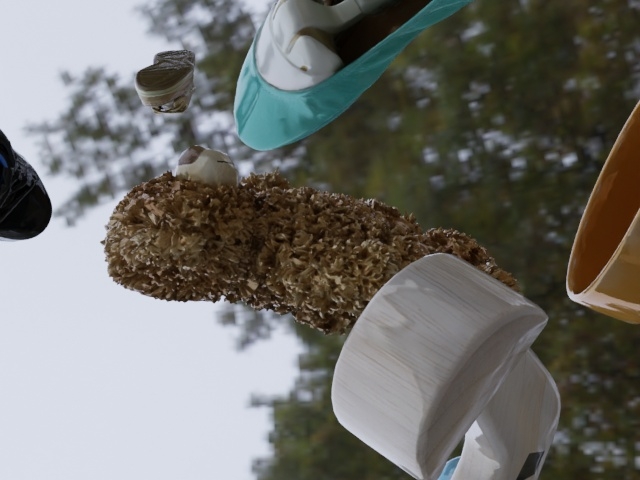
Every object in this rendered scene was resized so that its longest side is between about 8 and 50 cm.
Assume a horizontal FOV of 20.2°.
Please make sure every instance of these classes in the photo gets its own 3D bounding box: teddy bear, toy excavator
[{"bbox_3d":[0.000,0.000,1.431,0.338,0.245,0.113,16,-70,-1],"label":"teddy bear"},{"bbox_3d":[0.111,0.223,1.278,0.433,0.222,0.445,3,-68,-51],"label":"toy excavator"}]

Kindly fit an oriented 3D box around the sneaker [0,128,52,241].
[{"bbox_3d":[-0.257,-0.043,1.361,0.079,0.121,0.217,-53,-42,-7],"label":"sneaker"}]

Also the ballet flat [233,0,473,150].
[{"bbox_3d":[0.022,-0.148,1.117,0.087,0.247,0.083,20,-140,-56],"label":"ballet flat"}]

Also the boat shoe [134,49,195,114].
[{"bbox_3d":[-0.130,-0.132,1.559,0.050,0.135,0.045,-2,-73,8],"label":"boat shoe"}]

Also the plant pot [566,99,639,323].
[{"bbox_3d":[0.321,-0.010,1.408,0.188,0.205,0.205,24,-109,-4],"label":"plant pot"}]
